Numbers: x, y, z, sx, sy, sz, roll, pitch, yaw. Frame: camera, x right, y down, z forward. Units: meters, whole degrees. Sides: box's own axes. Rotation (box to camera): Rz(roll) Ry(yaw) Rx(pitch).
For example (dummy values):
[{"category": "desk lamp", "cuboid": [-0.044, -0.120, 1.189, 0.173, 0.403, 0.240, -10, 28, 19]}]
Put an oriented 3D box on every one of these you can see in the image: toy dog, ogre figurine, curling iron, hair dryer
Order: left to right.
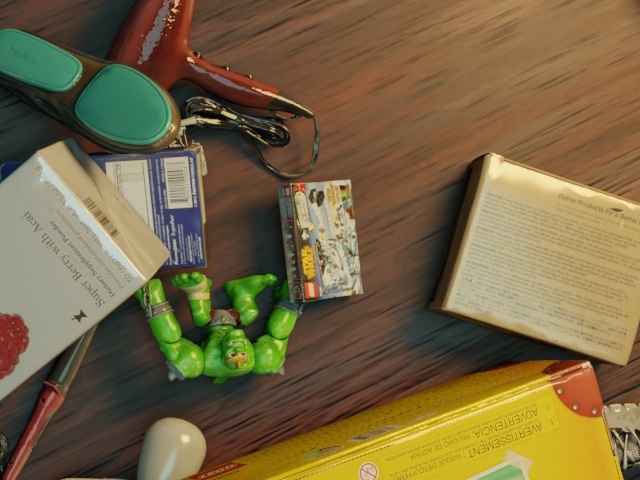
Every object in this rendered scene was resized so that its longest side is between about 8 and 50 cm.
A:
[{"category": "curling iron", "cuboid": [-0.318, 0.170, 1.709, 0.068, 0.035, 0.274, 35, 84, -7]}, {"category": "toy dog", "cuboid": [-0.232, 0.367, 1.676, 0.333, 0.161, 0.220, -44, 104, -21]}, {"category": "hair dryer", "cuboid": [-0.139, -0.191, 1.731, 0.223, 0.080, 0.293, -19, 106, -11]}, {"category": "ogre figurine", "cuboid": [-0.108, 0.100, 1.717, 0.197, 0.097, 0.118, 5, 74, -41]}]

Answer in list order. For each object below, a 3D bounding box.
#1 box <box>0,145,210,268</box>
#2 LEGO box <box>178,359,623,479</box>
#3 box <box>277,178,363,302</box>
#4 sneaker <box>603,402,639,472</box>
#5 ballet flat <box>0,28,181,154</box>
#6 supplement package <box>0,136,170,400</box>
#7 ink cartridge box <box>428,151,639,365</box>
[{"category": "box", "cuboid": [-0.243, -0.032, 1.695, 0.225, 0.036, 0.136, -3, 102, 5]}, {"category": "LEGO box", "cuboid": [0.096, 0.377, 1.626, 0.500, 0.193, 0.372, -16, 92, -24]}, {"category": "box", "cuboid": [0.000, 0.000, 1.744, 0.094, 0.027, 0.137, -5, 89, -41]}, {"category": "sneaker", "cuboid": [0.386, 0.230, 1.765, 0.228, 0.132, 0.086, -18, 92, -9]}, {"category": "ballet flat", "cuboid": [-0.249, -0.154, 1.648, 0.280, 0.096, 0.095, 30, 74, 28]}, {"category": "supplement package", "cuboid": [-0.335, 0.053, 1.606, 0.293, 0.175, 0.177, -39, 96, 8]}, {"category": "ink cartridge box", "cuboid": [0.268, 0.025, 1.774, 0.234, 0.088, 0.193, 18, 85, -7]}]
